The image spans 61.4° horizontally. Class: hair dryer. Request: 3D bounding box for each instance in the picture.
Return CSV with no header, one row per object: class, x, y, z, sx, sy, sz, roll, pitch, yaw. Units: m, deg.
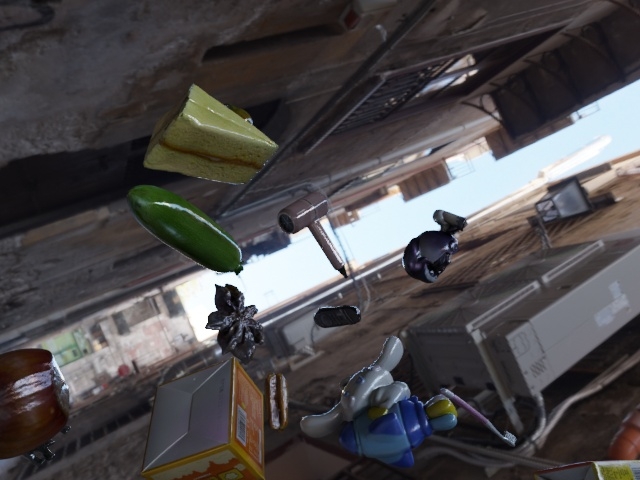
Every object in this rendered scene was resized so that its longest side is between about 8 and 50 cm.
hair dryer,0.000,0.000,1.987,0.107,0.189,0.344,-32,-88,49

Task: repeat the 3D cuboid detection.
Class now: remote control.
remote control,0.073,0.296,2.152,0.266,0.066,0.090,-18,-64,50

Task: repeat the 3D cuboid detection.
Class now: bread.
bread,-0.238,-0.199,1.216,0.167,0.264,0.163,-43,-151,30

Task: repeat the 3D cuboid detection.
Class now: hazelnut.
hazelnut,-0.623,0.330,1.096,0.181,0.181,0.212,-158,-123,-74

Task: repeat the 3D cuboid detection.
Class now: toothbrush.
toothbrush,0.388,0.428,1.309,0.286,0.025,0.020,39,-24,-22

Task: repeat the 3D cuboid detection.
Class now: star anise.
star anise,-0.200,0.203,1.311,0.197,0.073,0.212,50,24,-33

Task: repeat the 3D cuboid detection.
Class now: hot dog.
hot dog,-0.108,0.404,1.343,0.038,0.062,0.144,116,-31,-69

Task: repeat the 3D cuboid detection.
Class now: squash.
squash,-0.282,-0.011,1.224,0.107,0.107,0.395,46,0,35

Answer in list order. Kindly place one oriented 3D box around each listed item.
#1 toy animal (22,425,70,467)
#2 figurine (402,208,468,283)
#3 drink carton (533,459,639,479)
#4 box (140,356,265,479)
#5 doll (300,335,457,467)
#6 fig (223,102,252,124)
toy animal,-0.903,0.610,1.732,0.146,0.245,0.114,34,1,13
figurine,0.328,0.015,1.561,0.145,0.222,0.145,27,-2,1
drink carton,0.653,0.558,1.206,0.154,0.351,0.111,-37,-131,43
box,-0.305,0.523,1.478,0.283,0.259,0.214,-99,163,-54
doll,0.164,0.464,1.473,0.187,0.376,0.365,36,-4,-37
fig,-0.251,-0.366,1.620,0.084,0.082,0.098,8,-58,38
